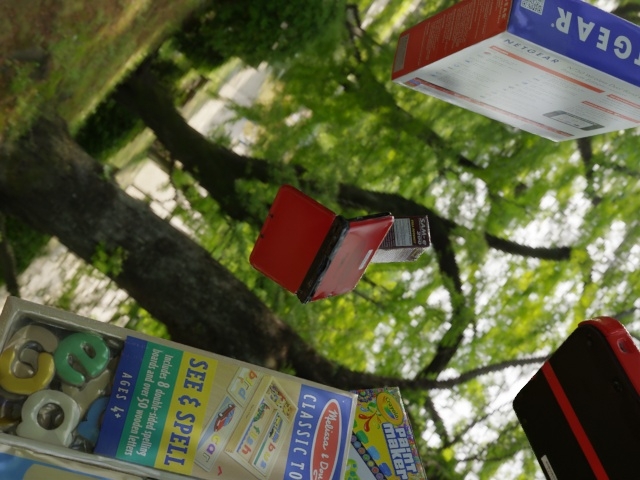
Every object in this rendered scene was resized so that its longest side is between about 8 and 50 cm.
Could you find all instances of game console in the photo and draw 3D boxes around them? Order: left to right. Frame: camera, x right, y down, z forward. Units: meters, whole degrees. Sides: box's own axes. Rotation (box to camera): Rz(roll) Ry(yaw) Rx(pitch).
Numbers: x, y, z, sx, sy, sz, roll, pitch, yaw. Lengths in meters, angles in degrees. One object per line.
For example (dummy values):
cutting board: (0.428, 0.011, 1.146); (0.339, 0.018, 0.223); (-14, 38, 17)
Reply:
game console: (0.000, 0.000, 0.990); (0.124, 0.085, 0.144); (-11, 143, -36)
game console: (0.503, 0.366, 1.432); (0.342, 0.060, 0.387); (111, -32, -46)

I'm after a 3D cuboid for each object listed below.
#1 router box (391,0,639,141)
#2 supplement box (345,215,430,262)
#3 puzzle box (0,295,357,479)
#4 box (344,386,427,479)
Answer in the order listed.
router box: (0.320, -0.244, 1.163); (0.301, 0.335, 0.082); (-2, -106, 67)
supplement box: (0.096, 0.001, 1.684); (0.130, 0.239, 0.073); (117, -30, -73)
puzzle box: (-0.136, 0.265, 0.520); (0.052, 0.272, 0.409); (138, -33, -60)
box: (-0.019, 0.388, 1.254); (0.290, 0.279, 0.177); (106, -23, -46)
